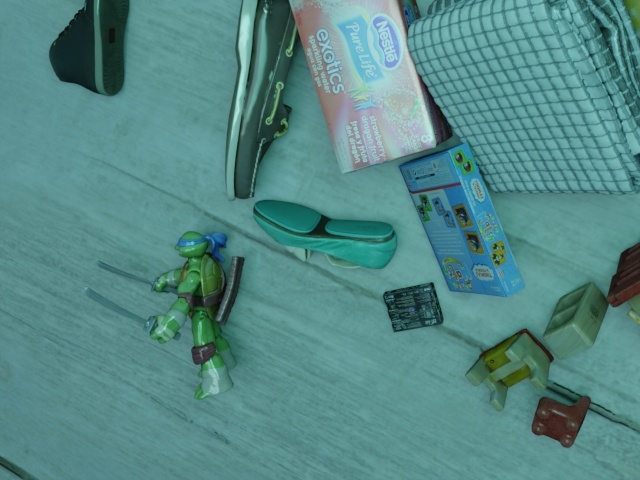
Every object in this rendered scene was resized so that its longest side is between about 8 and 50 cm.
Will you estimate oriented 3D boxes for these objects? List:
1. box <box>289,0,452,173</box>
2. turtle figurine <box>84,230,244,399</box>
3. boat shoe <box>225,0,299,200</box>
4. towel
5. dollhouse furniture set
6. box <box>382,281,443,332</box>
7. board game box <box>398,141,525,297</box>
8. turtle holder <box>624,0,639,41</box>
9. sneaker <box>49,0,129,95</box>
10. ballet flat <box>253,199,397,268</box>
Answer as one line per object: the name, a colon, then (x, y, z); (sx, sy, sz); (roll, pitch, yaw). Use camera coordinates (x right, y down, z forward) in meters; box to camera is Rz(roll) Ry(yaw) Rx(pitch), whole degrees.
box: (0.069, -0.261, 0.930); (0.142, 0.154, 0.300); (-14, 98, 22)
turtle figurine: (-0.253, 0.132, 1.132); (0.197, 0.274, 0.267); (3, 113, 54)
boat shoe: (-0.090, -0.213, 1.025); (0.096, 0.116, 0.325); (5, 107, -11)
towel: (0.266, -0.189, 0.805); (0.284, 0.121, 0.235); (50, 158, -24)
dollhouse furniture set: (0.420, 0.152, 0.942); (0.201, 0.152, 0.374); (48, 131, 2)
box: (0.149, 0.108, 1.073); (0.083, 0.018, 0.067); (-14, 99, 22)
board game box: (0.197, -0.025, 0.954); (0.039, 0.160, 0.212); (-24, 96, -17)
turtle holder: (0.439, -0.303, 0.746); (0.320, 0.227, 0.243); (42, 114, 4)
sneaker: (-0.392, -0.360, 1.107); (0.118, 0.083, 0.222); (15, 110, 16)
ballet flat: (0.000, 0.000, 1.067); (0.247, 0.083, 0.087); (12, 122, 18)
